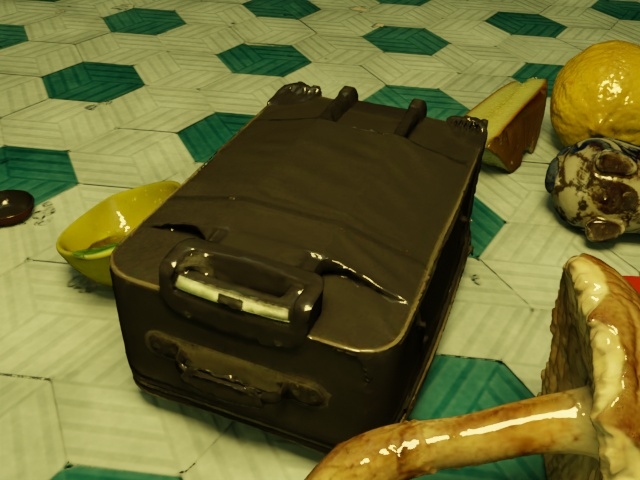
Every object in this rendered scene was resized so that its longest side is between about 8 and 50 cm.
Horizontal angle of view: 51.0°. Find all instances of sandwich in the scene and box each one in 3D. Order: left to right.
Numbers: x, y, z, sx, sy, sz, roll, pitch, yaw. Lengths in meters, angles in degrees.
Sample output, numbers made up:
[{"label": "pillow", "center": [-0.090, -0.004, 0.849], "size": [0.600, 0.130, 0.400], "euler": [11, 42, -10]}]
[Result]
[{"label": "sandwich", "center": [0.274, -0.168, 1.026], "size": [0.090, 0.089, 0.244], "euler": [16, 41, 33]}]

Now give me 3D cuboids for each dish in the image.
[{"label": "dish", "center": [-0.201, 0.004, 0.734], "size": [0.148, 0.080, 0.207], "euler": [-27, 26, -10]}]

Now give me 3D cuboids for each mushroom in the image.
[{"label": "mushroom", "center": [0.119, 0.133, 0.451], "size": [0.301, 0.233, 0.208], "euler": [-6, -2, -24]}]

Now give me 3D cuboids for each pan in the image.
[{"label": "pan", "center": [-0.400, -0.027, 0.832], "size": [0.068, 0.024, 0.115], "euler": [6, 33, 3]}]

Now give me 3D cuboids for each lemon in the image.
[{"label": "lemon", "center": [0.435, -0.209, 1.011], "size": [0.180, 0.181, 0.193], "euler": [16, 16, 19]}]

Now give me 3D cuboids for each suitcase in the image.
[{"label": "suitcase", "center": [0.000, 0.000, 0.673], "size": [0.282, 0.194, 0.434], "euler": [15, 37, 16]}]

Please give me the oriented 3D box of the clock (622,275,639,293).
[{"label": "clock", "center": [0.338, 0.109, 0.662], "size": [0.113, 0.061, 0.155], "euler": [8, 39, 8]}]

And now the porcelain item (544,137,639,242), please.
[{"label": "porcelain item", "center": [0.438, -0.061, 0.862], "size": [0.287, 0.138, 0.186], "euler": [10, 19, 17]}]
